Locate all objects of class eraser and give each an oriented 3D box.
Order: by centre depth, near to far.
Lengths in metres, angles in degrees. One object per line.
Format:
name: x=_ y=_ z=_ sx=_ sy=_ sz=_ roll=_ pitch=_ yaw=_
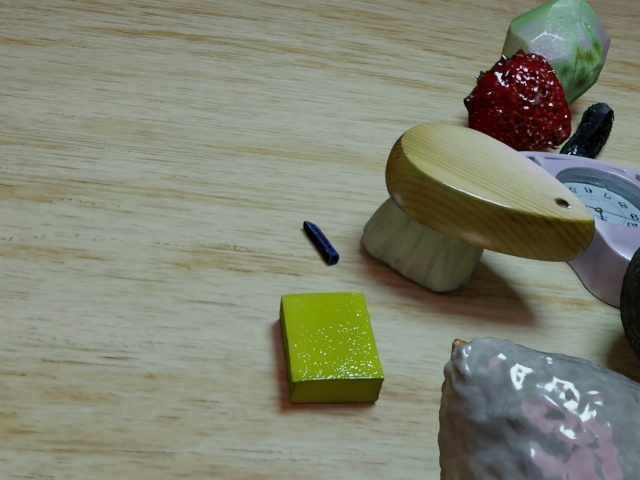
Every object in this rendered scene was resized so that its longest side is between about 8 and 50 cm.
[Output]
eraser: x=0.009 y=0.114 z=0.634 sx=0.097 sy=0.045 sz=0.122 roll=0 pitch=41 yaw=-11

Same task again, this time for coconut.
coconut: x=0.467 y=-0.373 z=1.176 sx=0.235 sy=0.236 sz=0.205 roll=2 pitch=37 yaw=-9

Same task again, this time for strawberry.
strawberry: x=0.361 y=-0.240 z=1.047 sx=0.201 sy=0.187 sz=0.184 roll=36 pitch=79 yaw=7

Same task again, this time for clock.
clock: x=0.367 y=-0.034 z=0.864 sx=0.290 sy=0.080 sz=0.275 roll=11 pitch=39 yaw=2

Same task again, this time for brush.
brush: x=0.194 y=-0.023 z=0.745 sx=0.266 sy=0.166 sz=0.174 roll=31 pitch=42 yaw=23

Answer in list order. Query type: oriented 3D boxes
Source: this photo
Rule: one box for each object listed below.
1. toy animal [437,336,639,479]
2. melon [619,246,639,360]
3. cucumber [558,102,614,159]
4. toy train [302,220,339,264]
toy animal: x=0.209 y=0.217 z=0.416 sx=0.226 sy=0.188 sz=0.359 roll=-24 pitch=82 yaw=-33
melon: x=0.487 y=0.074 z=0.631 sx=0.301 sy=0.238 sz=0.238 roll=1 pitch=40 yaw=-10
cucumber: x=0.504 y=-0.190 z=1.103 sx=0.067 sy=0.067 sz=0.245 roll=26 pitch=44 yaw=19
toy train: x=0.000 y=0.000 z=0.793 sx=0.017 sy=0.017 sz=0.083 roll=-10 pitch=43 yaw=-27
